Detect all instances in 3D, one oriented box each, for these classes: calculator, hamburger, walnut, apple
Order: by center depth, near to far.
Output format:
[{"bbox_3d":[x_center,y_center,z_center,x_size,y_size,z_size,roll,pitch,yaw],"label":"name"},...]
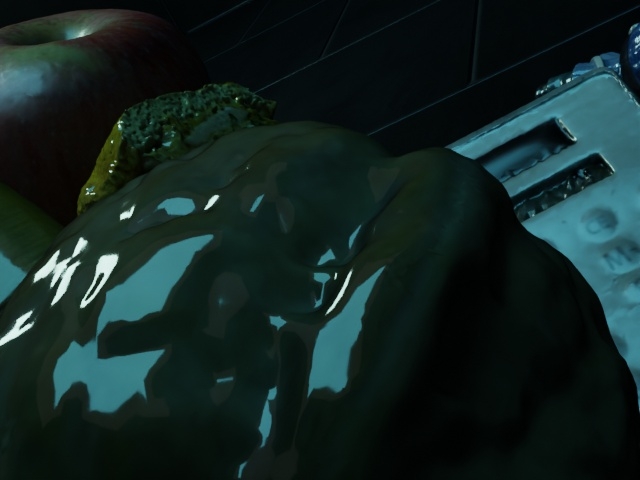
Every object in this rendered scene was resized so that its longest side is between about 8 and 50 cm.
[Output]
[{"bbox_3d":[-0.005,0.084,0.472,0.248,0.248,0.248,-27,17,9],"label":"walnut"},{"bbox_3d":[0.129,0.015,0.637,0.161,0.021,0.261,-29,42,1],"label":"calculator"},{"bbox_3d":[-0.091,-0.029,1.088,0.156,0.144,0.283,-65,-13,21],"label":"hamburger"},{"bbox_3d":[-0.259,-0.093,1.394,0.345,0.269,0.345,-8,20,3],"label":"apple"}]

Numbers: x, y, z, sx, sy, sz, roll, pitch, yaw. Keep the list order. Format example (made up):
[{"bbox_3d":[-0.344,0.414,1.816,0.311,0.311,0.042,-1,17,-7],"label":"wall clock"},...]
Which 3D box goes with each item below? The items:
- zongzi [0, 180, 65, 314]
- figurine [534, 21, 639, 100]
[{"bbox_3d":[-0.235,0.107,1.059,0.289,0.317,0.154,37,60,28],"label":"zongzi"},{"bbox_3d":[0.228,-0.121,0.963,0.149,0.087,0.086,-18,58,36],"label":"figurine"}]
